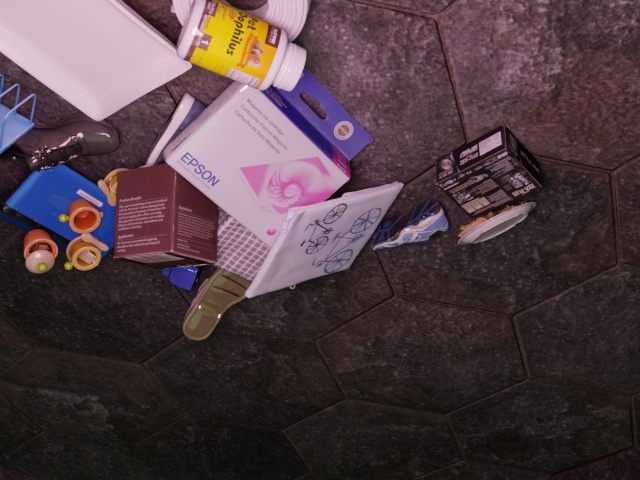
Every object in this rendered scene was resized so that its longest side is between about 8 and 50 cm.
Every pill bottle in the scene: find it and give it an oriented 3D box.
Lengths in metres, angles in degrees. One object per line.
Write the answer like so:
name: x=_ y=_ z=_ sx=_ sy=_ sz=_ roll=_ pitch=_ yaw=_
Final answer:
pill bottle: x=-0.138 y=-0.342 z=1.460 sx=0.215 sy=0.117 sz=0.117 roll=19 pitch=138 yaw=-18

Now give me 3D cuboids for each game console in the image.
game console: x=-0.640 y=-0.080 z=1.998 sx=0.250 sy=0.173 sz=0.293 roll=-46 pitch=134 yaw=7

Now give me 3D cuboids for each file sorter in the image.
file sorter: x=-0.690 y=-0.285 z=1.692 sx=0.170 sy=0.118 sz=0.104 roll=30 pitch=132 yaw=0

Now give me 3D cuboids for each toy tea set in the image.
toy tea set: x=-0.521 y=-0.008 z=1.918 sx=0.336 sy=0.124 sz=0.200 roll=-34 pitch=134 yaw=-4

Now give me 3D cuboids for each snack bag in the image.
snack bag: x=0.000 y=0.000 z=1.881 sx=0.343 sy=0.037 sz=0.323 roll=-16 pitch=151 yaw=-38

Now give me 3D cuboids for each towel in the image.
towel: x=-0.144 y=-0.024 z=1.944 sx=0.235 sy=0.121 sz=0.283 roll=26 pitch=128 yaw=-24

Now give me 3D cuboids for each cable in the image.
cable: x=-0.142 y=-0.453 z=1.489 sx=0.257 sy=0.089 sz=0.257 roll=19 pitch=138 yaw=-15

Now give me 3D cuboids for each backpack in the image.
backpack: x=-0.336 y=0.044 z=2.067 sx=0.101 sy=0.120 sz=0.098 roll=27 pitch=138 yaw=-9

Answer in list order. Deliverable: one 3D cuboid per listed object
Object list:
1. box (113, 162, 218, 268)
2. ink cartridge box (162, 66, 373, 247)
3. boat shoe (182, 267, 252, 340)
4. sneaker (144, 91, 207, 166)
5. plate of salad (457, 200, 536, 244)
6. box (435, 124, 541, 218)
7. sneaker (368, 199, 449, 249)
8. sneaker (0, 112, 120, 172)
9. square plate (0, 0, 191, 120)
box: x=-0.341 y=-0.051 z=1.835 sx=0.168 sy=0.203 sz=0.167 roll=-5 pitch=167 yaw=28
ink cartridge box: x=-0.097 y=-0.187 z=1.710 sx=0.330 sy=0.071 sz=0.324 roll=-41 pitch=124 yaw=12
boat shoe: x=-0.263 y=0.126 z=2.165 sx=0.113 sy=0.103 sz=0.302 roll=36 pitch=111 yaw=-24
sneaker: x=-0.278 y=-0.201 z=1.799 sx=0.163 sy=0.086 sz=0.226 roll=28 pitch=133 yaw=-21
plate of salad: x=0.401 y=-0.046 z=1.886 sx=0.200 sy=0.048 sz=0.200 roll=-24 pitch=166 yaw=-7
box: x=0.366 y=-0.147 z=1.798 sx=0.180 sy=0.077 sz=0.147 roll=-28 pitch=130 yaw=33
sneaker: x=0.209 y=-0.019 z=1.963 sx=0.211 sy=0.080 sz=0.081 roll=-23 pitch=130 yaw=30
sneaker: x=-0.582 y=-0.204 z=1.798 sx=0.286 sy=0.130 sz=0.109 roll=-1 pitch=137 yaw=5
square plate: x=-0.470 y=-0.396 z=1.581 sx=0.347 sy=0.049 sz=0.344 roll=-16 pitch=137 yaw=42
